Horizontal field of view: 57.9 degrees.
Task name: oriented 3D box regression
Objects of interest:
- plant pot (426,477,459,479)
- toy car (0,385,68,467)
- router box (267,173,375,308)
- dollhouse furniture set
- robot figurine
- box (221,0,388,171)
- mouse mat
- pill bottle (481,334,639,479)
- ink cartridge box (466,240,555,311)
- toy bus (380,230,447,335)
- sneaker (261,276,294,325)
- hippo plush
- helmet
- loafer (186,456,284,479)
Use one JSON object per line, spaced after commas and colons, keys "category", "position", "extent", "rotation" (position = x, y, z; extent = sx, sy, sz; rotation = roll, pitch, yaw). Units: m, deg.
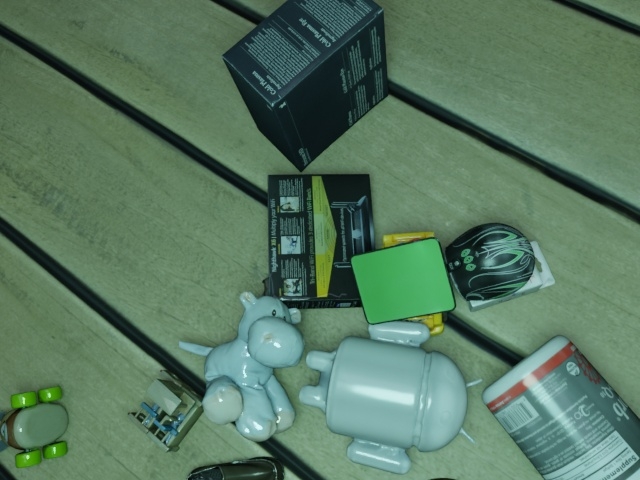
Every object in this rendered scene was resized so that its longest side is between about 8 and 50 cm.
{"category": "plant pot", "position": [0.232, 0.564, 1.043], "extent": [0.237, 0.254, 0.237], "rotation": [-3, 71, 10]}
{"category": "toy car", "position": [-0.692, 0.428, 1.315], "extent": [0.188, 0.149, 0.155], "rotation": [-12, 80, 17]}
{"category": "router box", "position": [0.000, 0.000, 1.329], "extent": [0.242, 0.081, 0.309], "rotation": [0, 70, -5]}
{"category": "dollhouse furniture set", "position": [-0.349, 0.362, 1.245], "extent": [0.129, 0.184, 0.129], "rotation": [34, 80, 18]}
{"category": "robot figurine", "position": [0.140, 0.307, 1.170], "extent": [0.353, 0.200, 0.300], "rotation": [9, 80, 12]}
{"category": "box", "position": [-0.017, -0.380, 1.348], "extent": [0.312, 0.343, 0.179], "rotation": [-43, 72, -6]}
{"category": "mouse mat", "position": [0.161, 0.083, 1.148], "extent": [0.189, 0.007, 0.153], "rotation": [-13, 96, 21]}
{"category": "pill bottle", "position": [0.495, 0.378, 1.082], "extent": [0.210, 0.210, 0.363], "rotation": [-36, 71, -3]}
{"category": "ink cartridge box", "position": [0.406, 0.070, 1.274], "extent": [0.198, 0.067, 0.115], "rotation": [-19, 69, 3]}
{"category": "toy bus", "position": [0.196, 0.085, 1.231], "extent": [0.149, 0.211, 0.220], "rotation": [-4, 73, 7]}
{"category": "sneaker", "position": [-0.105, 0.156, 1.350], "extent": [0.065, 0.061, 0.158], "rotation": [-20, 66, 32]}
{"category": "hippo plush", "position": [-0.115, 0.244, 1.209], "extent": [0.236, 0.234, 0.294], "rotation": [-54, 32, 7]}
{"category": "helmet", "position": [0.351, 0.041, 1.181], "extent": [0.161, 0.169, 0.169], "rotation": [-23, 68, 22]}
{"category": "loafer", "position": [-0.185, 0.510, 1.224], "extent": [0.220, 0.078, 0.080], "rotation": [-12, 70, 6]}
